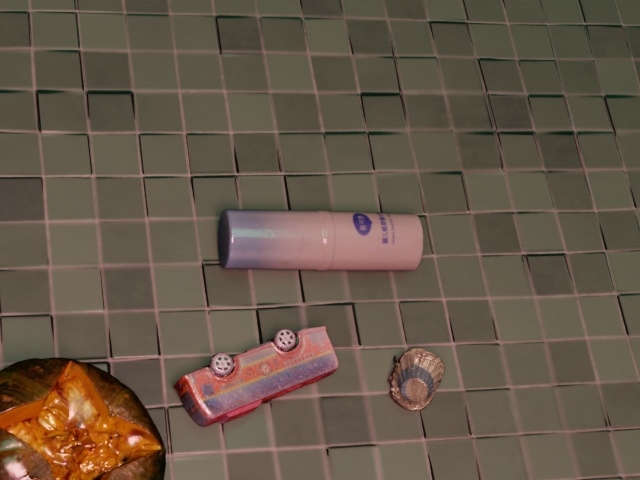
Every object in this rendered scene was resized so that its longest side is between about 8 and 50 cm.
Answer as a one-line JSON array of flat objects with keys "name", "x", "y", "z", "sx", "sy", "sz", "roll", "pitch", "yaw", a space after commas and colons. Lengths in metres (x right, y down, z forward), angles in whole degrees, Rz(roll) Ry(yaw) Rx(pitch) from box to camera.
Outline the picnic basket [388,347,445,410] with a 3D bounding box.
[{"name": "picnic basket", "x": 0.117, "y": 0.167, "z": 1.737, "sx": 0.065, "sy": 0.083, "sz": 0.083, "roll": 21, "pitch": 21, "yaw": 3}]

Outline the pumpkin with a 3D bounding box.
[{"name": "pumpkin", "x": -0.285, "y": 0.239, "z": 1.525, "sx": 0.238, "sy": 0.159, "sz": 0.238, "roll": 22, "pitch": 47, "yaw": -25}]

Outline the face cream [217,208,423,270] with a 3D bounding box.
[{"name": "face cream", "x": 0.000, "y": 0.000, "z": 1.779, "sx": 0.250, "sy": 0.077, "sz": 0.077, "roll": 0, "pitch": 63, "yaw": -16}]

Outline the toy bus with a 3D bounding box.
[{"name": "toy bus", "x": -0.074, "y": 0.159, "z": 1.683, "sx": 0.192, "sy": 0.065, "sz": 0.077, "roll": -20, "pitch": 77, "yaw": -24}]
